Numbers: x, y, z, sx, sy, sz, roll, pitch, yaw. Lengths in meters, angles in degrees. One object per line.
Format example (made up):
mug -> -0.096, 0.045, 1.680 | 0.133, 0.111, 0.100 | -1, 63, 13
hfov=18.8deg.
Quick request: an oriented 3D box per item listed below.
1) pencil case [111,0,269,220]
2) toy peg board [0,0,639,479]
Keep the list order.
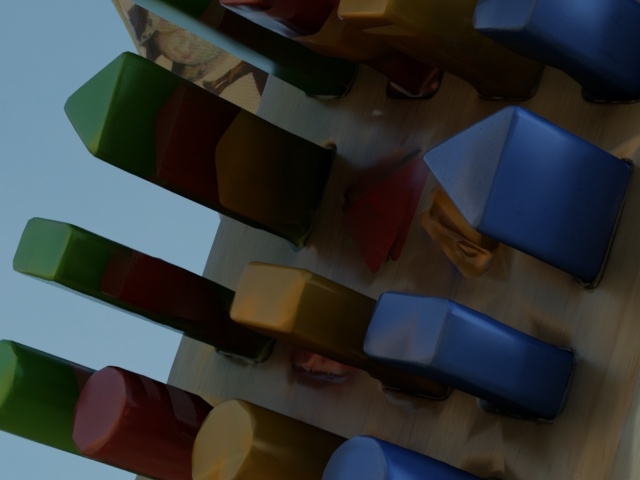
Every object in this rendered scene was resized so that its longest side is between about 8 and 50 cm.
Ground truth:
pencil case -> -0.041, -0.133, 1.042 | 0.183, 0.410, 0.160 | -27, -9, 6
toy peg board -> 0.000, 0.000, 0.427 | 0.079, 0.161, 0.160 | 23, -10, -35
